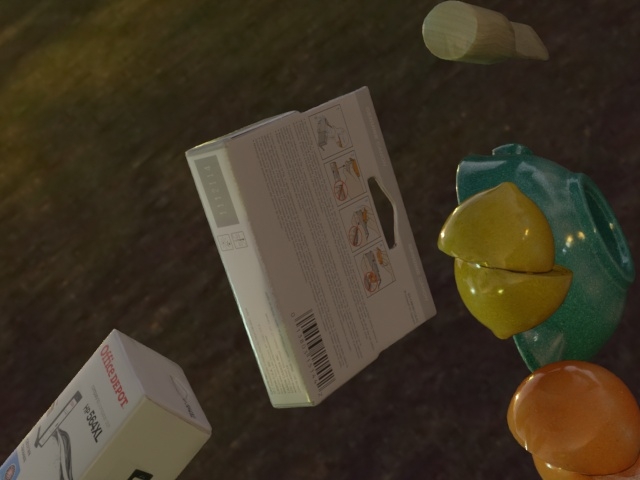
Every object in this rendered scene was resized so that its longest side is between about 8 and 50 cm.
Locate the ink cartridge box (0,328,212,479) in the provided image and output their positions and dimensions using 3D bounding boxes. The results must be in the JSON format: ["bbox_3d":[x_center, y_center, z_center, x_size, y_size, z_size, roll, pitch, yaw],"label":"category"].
[{"bbox_3d":[-0.210,0.205,1.093,0.203,0.086,0.148,-52,29,4],"label":"ink cartridge box"}]

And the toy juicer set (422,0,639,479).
[{"bbox_3d":[0.097,0.001,0.603,0.090,0.209,0.328,-26,65,24],"label":"toy juicer set"}]

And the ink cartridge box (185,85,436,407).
[{"bbox_3d":[0.000,0.000,1.302,0.066,0.296,0.261,-10,12,39],"label":"ink cartridge box"}]
